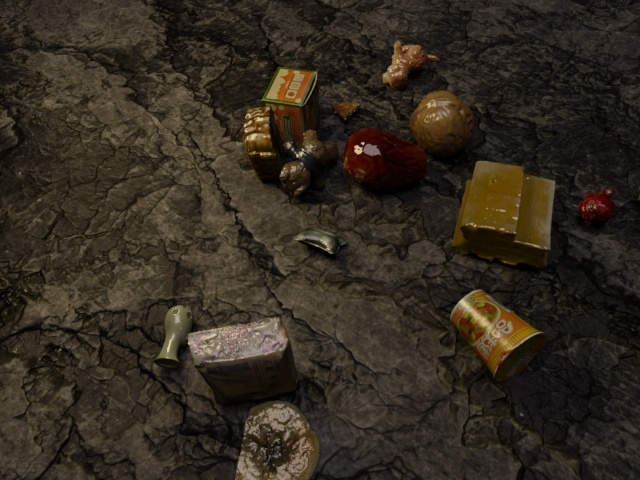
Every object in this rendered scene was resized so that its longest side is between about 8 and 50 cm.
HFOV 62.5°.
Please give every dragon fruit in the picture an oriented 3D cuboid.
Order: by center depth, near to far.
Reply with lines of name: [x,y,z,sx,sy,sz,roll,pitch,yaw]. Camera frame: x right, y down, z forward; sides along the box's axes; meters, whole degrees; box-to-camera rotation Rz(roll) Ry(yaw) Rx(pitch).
dragon fruit: [0.814,-0.100,1.532,0.094,0.094,0.190,39,41,26]

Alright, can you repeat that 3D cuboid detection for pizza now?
pizza: [0.081,-0.460,1.863,0.099,0.029,0.100,26,57,29]

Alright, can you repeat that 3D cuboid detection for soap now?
soap: [0.530,-0.075,1.498,0.259,0.143,0.281,14,51,10]

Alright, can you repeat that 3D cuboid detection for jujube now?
jujube: [0.197,-0.247,1.615,0.255,0.190,0.190,3,54,-3]

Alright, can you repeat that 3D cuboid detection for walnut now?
walnut: [0.382,-0.369,1.667,0.213,0.213,0.213,-1,54,2]

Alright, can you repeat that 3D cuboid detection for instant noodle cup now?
instant noodle cup: [0.418,0.221,1.283,0.168,0.168,0.185,-28,49,-16]

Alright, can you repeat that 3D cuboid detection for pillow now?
pillow: [0.000,-0.002,1.516,0.136,0.055,0.091,23,57,17]

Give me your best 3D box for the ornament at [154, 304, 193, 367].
ornament: [-0.370,0.243,1.353,0.075,0.081,0.156,-21,47,34]

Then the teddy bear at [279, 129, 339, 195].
teddy bear: [-0.035,-0.255,1.627,0.182,0.129,0.251,36,59,-7]

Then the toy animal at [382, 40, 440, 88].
toy animal: [0.328,-0.625,1.920,0.184,0.104,0.185,14,53,14]

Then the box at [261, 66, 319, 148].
box: [-0.089,-0.435,1.746,0.148,0.195,0.177,10,55,10]

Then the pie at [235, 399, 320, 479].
pie: [-0.093,0.472,1.184,0.185,0.052,0.218,4,57,-1]

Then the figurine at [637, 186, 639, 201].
figurine: [1.014,-0.124,1.497,0.184,0.128,0.208,45,105,28]

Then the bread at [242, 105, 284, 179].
bread: [-0.173,-0.294,1.637,0.096,0.222,0.181,-6,64,5]

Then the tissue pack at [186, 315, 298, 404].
tissue pack: [-0.167,0.283,1.197,0.215,0.256,0.123,-10,57,-4]
